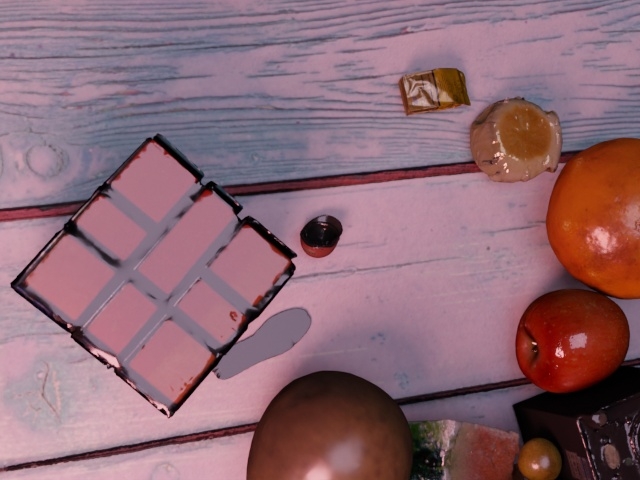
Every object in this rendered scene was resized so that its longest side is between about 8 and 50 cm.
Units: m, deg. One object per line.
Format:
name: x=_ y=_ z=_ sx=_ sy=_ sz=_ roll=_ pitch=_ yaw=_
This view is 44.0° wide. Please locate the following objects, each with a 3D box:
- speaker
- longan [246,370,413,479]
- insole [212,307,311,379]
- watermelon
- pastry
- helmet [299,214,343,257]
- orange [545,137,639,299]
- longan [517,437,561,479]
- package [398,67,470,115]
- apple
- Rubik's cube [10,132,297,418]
speaker: x=0.496 y=0.330 z=1.321 sx=0.232 sy=0.254 sz=0.184 roll=-17 pitch=88 yaw=-14
longan: x=0.015 y=0.330 z=1.222 sx=0.258 sy=0.258 sz=0.257 roll=1 pitch=85 yaw=-12
insole: x=-0.098 y=0.173 z=1.329 sx=0.189 sy=0.004 sz=0.064 roll=-29 pitch=91 yaw=-13
watermelon: x=0.226 y=0.418 z=1.304 sx=0.302 sy=0.151 sz=0.264 roll=0 pitch=85 yaw=-12
pastry: x=0.348 y=-0.179 z=1.416 sx=0.166 sy=0.088 sz=0.165 roll=1 pitch=86 yaw=-12
helmet: x=0.001 y=0.000 z=1.344 sx=0.065 sy=0.049 sz=0.084 roll=28 pitch=48 yaw=22
orange: x=0.534 y=-0.040 z=1.377 sx=0.284 sy=0.226 sz=0.283 roll=2 pitch=84 yaw=-19
longan: x=0.356 y=0.353 z=1.284 sx=0.075 sy=0.075 sz=0.083 roll=47 pitch=36 yaw=-5
package: x=0.209 y=-0.268 z=1.413 sx=0.131 sy=0.047 sz=0.071 roll=-9 pitch=84 yaw=-11
apple: x=0.427 y=0.172 z=1.358 sx=0.169 sy=0.181 sz=0.180 roll=2 pitch=85 yaw=-17
Rubik's cube: x=-0.235 y=0.054 z=1.169 sx=0.283 sy=0.288 sz=0.293 roll=43 pitch=80 yaw=-5
